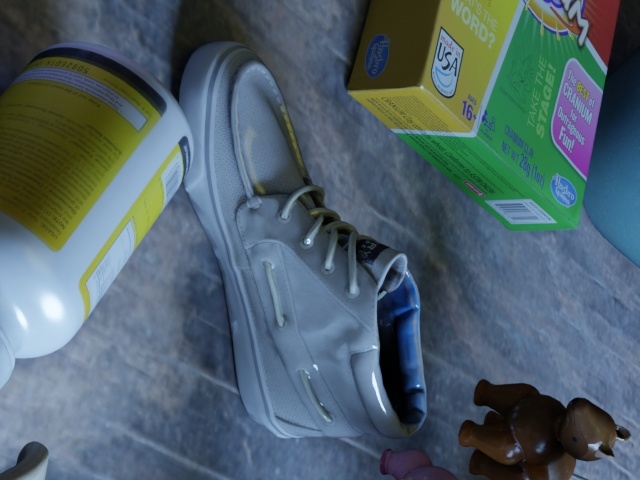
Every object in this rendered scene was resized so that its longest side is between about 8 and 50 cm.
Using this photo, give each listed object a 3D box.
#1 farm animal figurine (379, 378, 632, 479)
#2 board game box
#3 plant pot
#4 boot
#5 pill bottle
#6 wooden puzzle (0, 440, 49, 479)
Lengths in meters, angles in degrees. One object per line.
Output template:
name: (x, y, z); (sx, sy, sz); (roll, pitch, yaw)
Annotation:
farm animal figurine: (0.130, 0.261, 1.048); (0.330, 0.172, 0.326); (-46, 142, -50)
board game box: (0.143, -0.198, 1.245); (0.242, 0.064, 0.316); (35, 62, -47)
plant pot: (0.334, -0.071, 1.389); (0.290, 0.195, 0.290); (1, 89, -53)
boot: (0.000, 0.000, 1.000); (0.095, 0.123, 0.258); (-32, 114, -49)
pill bottle: (-0.147, -0.007, 0.821); (0.184, 0.103, 0.103); (-58, 132, -36)
wooden puzzle: (-0.205, 0.222, 0.710); (0.239, 0.044, 0.221); (-32, 144, -51)
